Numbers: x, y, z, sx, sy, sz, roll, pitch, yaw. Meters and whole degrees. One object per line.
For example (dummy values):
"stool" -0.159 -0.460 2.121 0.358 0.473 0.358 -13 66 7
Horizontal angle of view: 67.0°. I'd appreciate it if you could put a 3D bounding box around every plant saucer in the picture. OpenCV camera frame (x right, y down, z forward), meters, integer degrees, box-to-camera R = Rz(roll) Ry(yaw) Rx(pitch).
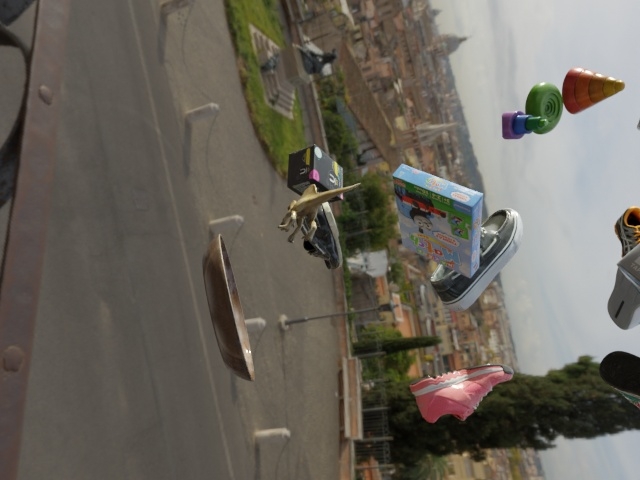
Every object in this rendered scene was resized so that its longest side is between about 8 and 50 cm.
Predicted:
"plant saucer" -0.193 0.142 1.000 0.310 0.050 0.311 168 -90 -81

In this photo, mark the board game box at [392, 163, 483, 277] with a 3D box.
"board game box" 0.219 -0.032 0.905 0.039 0.160 0.212 -48 145 -21

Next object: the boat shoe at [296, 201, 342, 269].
"boat shoe" 0.000 0.000 1.040 0.233 0.079 0.084 73 -5 -61

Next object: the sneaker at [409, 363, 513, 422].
"sneaker" 0.414 0.439 1.389 0.116 0.313 0.136 115 -36 -70

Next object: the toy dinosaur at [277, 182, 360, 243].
"toy dinosaur" -0.022 -0.048 0.742 0.053 0.183 0.093 30 68 -25

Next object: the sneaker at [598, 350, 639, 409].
"sneaker" 0.738 0.345 0.983 0.178 0.124 0.295 30 6 -15

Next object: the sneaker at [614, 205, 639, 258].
"sneaker" 0.820 0.004 1.242 0.083 0.084 0.215 74 12 -49

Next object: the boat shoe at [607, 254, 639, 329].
"boat shoe" 0.716 0.096 1.059 0.302 0.094 0.109 69 -3 -55

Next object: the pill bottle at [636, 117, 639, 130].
"pill bottle" 0.732 -0.303 0.971 0.112 0.111 0.187 -30 136 -70

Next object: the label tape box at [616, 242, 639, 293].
"label tape box" 0.635 -0.005 0.684 0.249 0.348 0.115 33 16 -34

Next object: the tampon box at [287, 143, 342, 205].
"tampon box" -0.014 -0.196 1.491 0.161 0.101 0.121 30 54 -50

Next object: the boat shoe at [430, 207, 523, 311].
"boat shoe" 0.394 0.021 1.205 0.119 0.121 0.335 50 64 -21

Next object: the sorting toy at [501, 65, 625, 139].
"sorting toy" 0.597 -0.329 1.160 0.365 0.126 0.127 -28 112 -24
